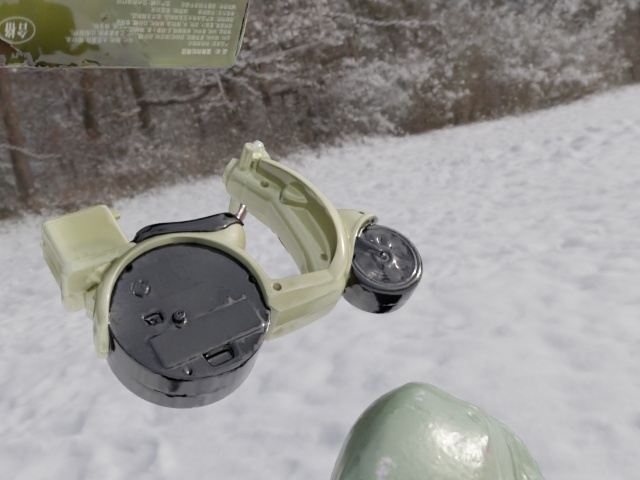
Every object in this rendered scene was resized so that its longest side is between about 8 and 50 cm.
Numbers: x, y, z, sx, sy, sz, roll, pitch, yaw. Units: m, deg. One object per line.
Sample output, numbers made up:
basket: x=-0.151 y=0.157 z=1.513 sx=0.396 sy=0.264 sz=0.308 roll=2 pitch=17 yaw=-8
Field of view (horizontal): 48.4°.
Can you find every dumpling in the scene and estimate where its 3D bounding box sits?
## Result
dumpling: x=0.120 y=0.291 z=0.779 sx=0.321 sy=0.270 sz=0.212 roll=-55 pitch=15 yaw=-30

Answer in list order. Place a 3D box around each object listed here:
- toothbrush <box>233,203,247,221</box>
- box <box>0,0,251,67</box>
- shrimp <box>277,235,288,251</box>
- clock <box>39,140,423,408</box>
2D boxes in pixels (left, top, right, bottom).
toothbrush: x=-0.221 y=0.061 z=1.391 sx=0.041 sy=0.041 sz=0.364 roll=-9 pitch=43 yaw=35
box: x=-0.376 y=-0.388 z=1.060 sx=0.420 sy=0.138 sz=0.373 roll=-14 pitch=43 yaw=-44
shrimp: x=0.000 y=0.000 z=0.941 sx=0.025 sy=0.127 sz=0.091 roll=-61 pitch=2 yaw=45
clock: x=-0.088 y=0.019 z=0.803 sx=0.379 sy=0.276 sz=0.120 roll=-23 pitch=-26 yaw=-35
